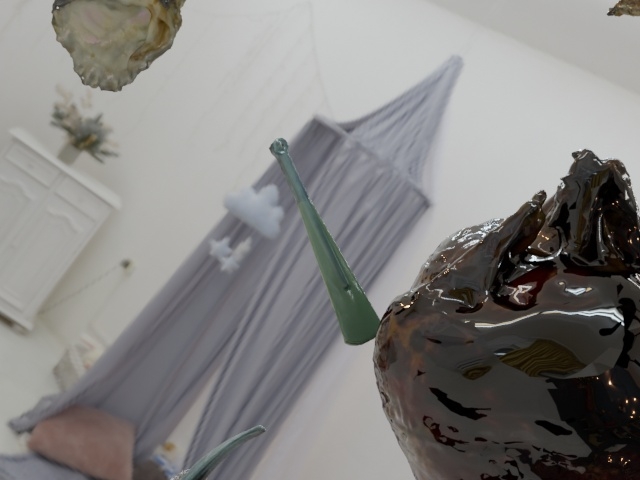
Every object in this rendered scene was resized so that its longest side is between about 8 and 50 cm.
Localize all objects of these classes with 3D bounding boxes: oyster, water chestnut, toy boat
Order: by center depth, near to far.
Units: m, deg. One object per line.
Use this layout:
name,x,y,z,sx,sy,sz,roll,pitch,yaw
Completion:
water chestnut,0.183,0.089,0.655,0.289,0.289,0.244,38,-23,23
oyster,-0.183,-0.195,0.769,0.122,0.146,0.045,19,38,-4
toy boat,-0.113,0.228,0.890,0.034,0.122,0.096,46,18,8

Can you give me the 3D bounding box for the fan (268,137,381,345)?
fan,0.000,0.000,0.747,0.193,0.038,0.016,65,-24,4

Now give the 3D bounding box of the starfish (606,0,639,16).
starfish,0.490,-0.286,1.008,0.302,0.299,0.060,28,25,28
